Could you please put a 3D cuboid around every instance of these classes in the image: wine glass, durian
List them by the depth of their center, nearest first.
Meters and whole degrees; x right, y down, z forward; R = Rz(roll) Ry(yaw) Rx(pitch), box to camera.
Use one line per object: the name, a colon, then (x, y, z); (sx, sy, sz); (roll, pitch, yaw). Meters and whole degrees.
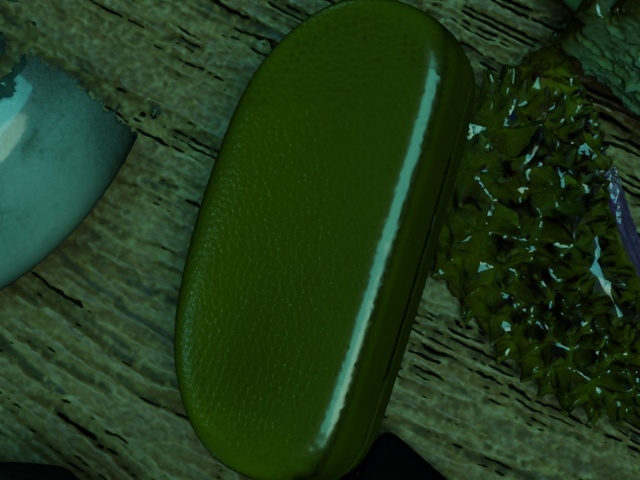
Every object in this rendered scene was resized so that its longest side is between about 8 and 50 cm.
wine glass: (-0.299, -0.012, 0.888); (0.190, 0.190, 0.357); (36, 88, -1)
durian: (0.186, 0.004, 0.958); (0.191, 0.112, 0.341); (-20, 88, -6)

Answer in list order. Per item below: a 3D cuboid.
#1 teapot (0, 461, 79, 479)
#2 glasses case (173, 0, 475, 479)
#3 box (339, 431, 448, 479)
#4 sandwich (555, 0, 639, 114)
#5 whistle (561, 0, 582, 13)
teapot: (-0.174, 0.339, 0.807); (0.362, 0.305, 0.376); (44, 126, -9)
glasses case: (0.000, 0.000, 0.915); (0.173, 0.141, 0.371); (16, 88, 20)
box: (0.110, 0.295, 0.855); (0.289, 0.290, 0.073); (42, 110, -3)
sandwich: (0.386, -0.170, 0.946); (0.325, 0.131, 0.262); (39, 79, -15)
whistle: (0.161, -0.323, 0.986); (0.141, 0.141, 0.294); (-46, 110, -5)
